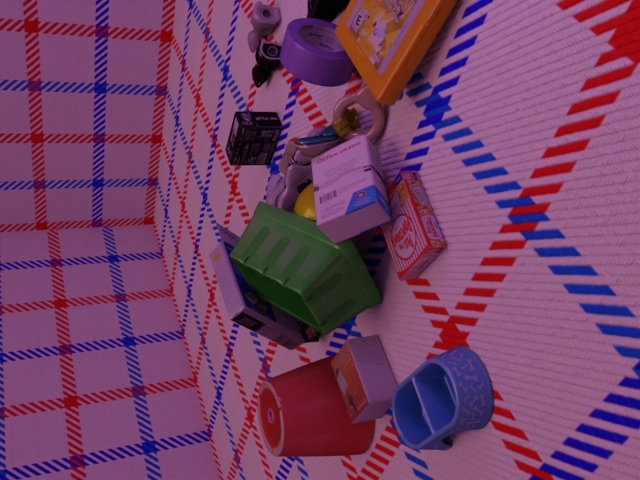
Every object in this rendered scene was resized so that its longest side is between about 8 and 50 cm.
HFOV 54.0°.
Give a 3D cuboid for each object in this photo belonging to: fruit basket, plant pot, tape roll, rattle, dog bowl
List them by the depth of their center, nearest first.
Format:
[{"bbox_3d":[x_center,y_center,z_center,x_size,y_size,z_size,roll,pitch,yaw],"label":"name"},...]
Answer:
[{"bbox_3d":[0.238,0.335,1.294,0.297,0.074,0.166,120,139,-51],"label":"dog bowl"},{"bbox_3d":[0.124,-0.328,1.493,0.130,0.142,0.200,43,123,12],"label":"rattle"},{"bbox_3d":[-0.001,-0.467,1.552,0.080,0.188,0.189,113,144,-43],"label":"tape roll"},{"bbox_3d":[0.000,0.000,1.587,0.392,0.392,0.283,52,172,50],"label":"fruit basket"},{"bbox_3d":[-0.025,0.453,1.678,0.275,0.243,0.275,176,90,-66],"label":"plant pot"}]

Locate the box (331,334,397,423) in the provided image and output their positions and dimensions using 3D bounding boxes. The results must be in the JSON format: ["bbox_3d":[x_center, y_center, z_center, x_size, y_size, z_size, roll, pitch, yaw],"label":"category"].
[{"bbox_3d":[0.109,0.343,1.552,0.130,0.091,0.171,116,142,-47],"label":"box"}]

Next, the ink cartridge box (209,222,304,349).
[{"bbox_3d":[-0.189,0.135,1.793,0.072,0.303,0.307,-37,52,13],"label":"ink cartridge box"}]

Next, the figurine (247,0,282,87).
[{"bbox_3d":[-0.195,-0.641,2.075,0.209,0.092,0.215,145,119,-66],"label":"figurine"}]

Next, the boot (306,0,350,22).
[{"bbox_3d":[0.009,-0.690,1.606,0.246,0.094,0.207,167,95,-71],"label":"boot"}]

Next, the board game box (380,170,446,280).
[{"bbox_3d":[0.192,-0.032,1.371,0.147,0.045,0.194,122,137,-52],"label":"board game box"}]

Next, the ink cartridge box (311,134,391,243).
[{"bbox_3d":[0.066,-0.117,1.406,0.148,0.086,0.203,-22,49,22],"label":"ink cartridge box"}]

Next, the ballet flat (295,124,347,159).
[{"bbox_3d":[0.016,-0.229,1.537,0.086,0.248,0.086,11,115,24],"label":"ballet flat"}]

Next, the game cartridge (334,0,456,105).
[{"bbox_3d":[0.159,-0.497,1.311,0.324,0.052,0.285,-60,41,38],"label":"game cartridge"}]

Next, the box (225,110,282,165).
[{"bbox_3d":[-0.225,-0.340,2.102,0.180,0.147,0.078,115,143,-47],"label":"box"}]

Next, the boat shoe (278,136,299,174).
[{"bbox_3d":[-0.095,-0.264,1.960,0.043,0.049,0.137,-58,-8,-44],"label":"boat shoe"}]

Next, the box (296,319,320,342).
[{"bbox_3d":[-0.064,0.109,1.911,0.293,0.073,0.296,48,135,52],"label":"box"}]

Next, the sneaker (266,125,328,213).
[{"bbox_3d":[-0.063,-0.174,1.781,0.210,0.137,0.366,-116,45,-60],"label":"sneaker"}]
